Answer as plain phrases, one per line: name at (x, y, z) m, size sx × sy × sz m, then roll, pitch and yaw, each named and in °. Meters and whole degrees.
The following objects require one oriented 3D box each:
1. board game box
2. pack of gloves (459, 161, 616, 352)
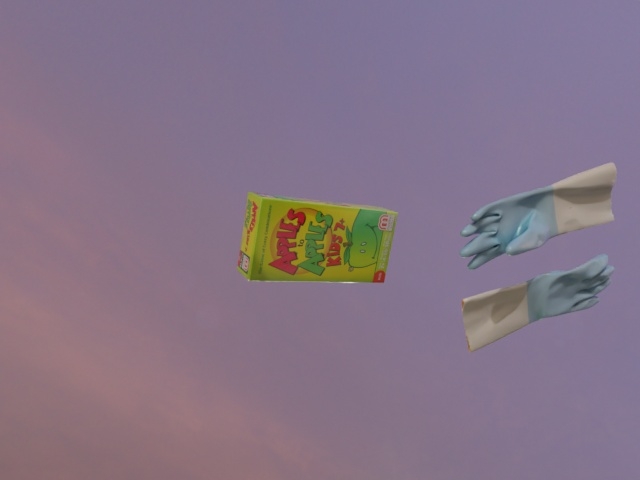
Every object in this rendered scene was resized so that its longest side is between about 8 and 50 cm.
board game box at (0.000, 0.000, 0.571) m, size 0.182 × 0.043 × 0.092 m, roll 4°, pitch -78°, yaw -30°
pack of gloves at (0.286, 0.030, 0.606) m, size 0.232 × 0.046 × 0.194 m, roll -18°, pitch -70°, yaw -10°
